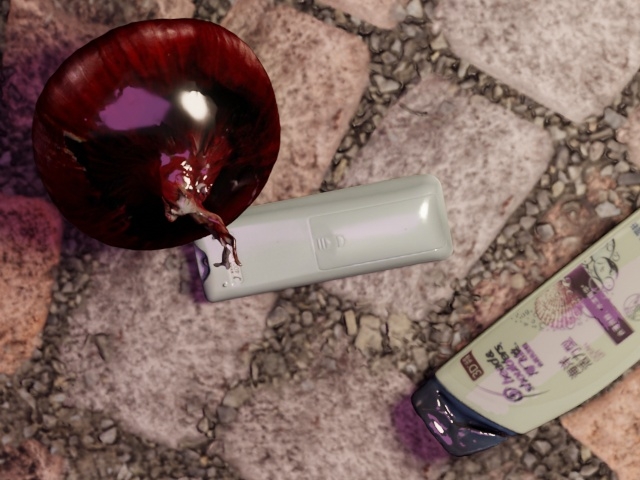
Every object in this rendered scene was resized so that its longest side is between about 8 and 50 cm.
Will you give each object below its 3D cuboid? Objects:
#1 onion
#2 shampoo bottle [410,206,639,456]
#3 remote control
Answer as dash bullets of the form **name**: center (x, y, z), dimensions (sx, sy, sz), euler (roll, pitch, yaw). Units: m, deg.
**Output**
- **onion**: center (-0.165, -0.095, 1.741), dimensions (0.273, 0.285, 0.273), euler (-12, 131, -14)
- **shampoo bottle**: center (0.275, 0.115, 1.841), dimensions (0.359, 0.078, 0.134), euler (-40, 85, 10)
- **remote control**: center (0.000, 0.000, 1.857), dimensions (0.293, 0.051, 0.103), euler (-11, 101, 7)
